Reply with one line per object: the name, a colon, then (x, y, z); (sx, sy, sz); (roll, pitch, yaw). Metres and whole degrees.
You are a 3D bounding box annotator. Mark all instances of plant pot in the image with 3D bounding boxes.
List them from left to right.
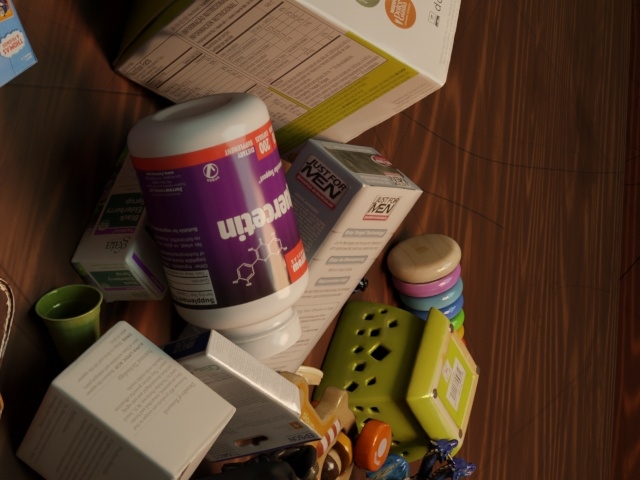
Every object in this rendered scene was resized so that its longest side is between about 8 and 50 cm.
plant pot: (-0.306, 0.109, 1.578); (0.083, 0.083, 0.079); (-50, 141, -50)
plant pot: (0.146, 0.252, 2.214); (0.227, 0.207, 0.228); (57, 40, -40)

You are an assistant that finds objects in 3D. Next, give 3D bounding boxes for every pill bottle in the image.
pill bottle: (-0.120, -0.015, 1.611); (0.181, 0.181, 0.323); (-41, 122, -54)

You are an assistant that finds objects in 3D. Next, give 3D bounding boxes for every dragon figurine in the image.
dragon figurine: (0.115, 0.416, 2.124); (0.085, 0.289, 0.144); (-114, -165, -46)

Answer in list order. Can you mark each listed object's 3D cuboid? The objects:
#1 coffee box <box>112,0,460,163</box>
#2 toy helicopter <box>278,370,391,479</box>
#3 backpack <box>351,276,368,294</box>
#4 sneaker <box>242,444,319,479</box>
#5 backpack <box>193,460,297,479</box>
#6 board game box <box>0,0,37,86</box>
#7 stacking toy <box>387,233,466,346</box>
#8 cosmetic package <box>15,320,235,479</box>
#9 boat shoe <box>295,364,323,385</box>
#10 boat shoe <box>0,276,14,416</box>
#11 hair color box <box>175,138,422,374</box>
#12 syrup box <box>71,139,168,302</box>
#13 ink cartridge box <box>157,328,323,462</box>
coffee box: (-0.034, -0.359, 1.739); (0.334, 0.338, 0.338); (26, 61, -26)
toy helicopter: (-0.024, 0.318, 1.941); (0.235, 0.140, 0.355); (-63, 152, -24)
backpack: (0.000, 0.000, 2.074); (0.173, 0.116, 0.158); (30, 62, -56)
sneaker: (-0.038, 0.377, 1.829); (0.228, 0.130, 0.087); (61, 5, -41)
backpack: (-0.116, 0.501, 1.612); (0.273, 0.290, 0.356); (-96, 170, -59)
board game box: (-0.421, -0.267, 1.449); (0.160, 0.039, 0.212); (-51, 129, -50)
stacking toy: (0.225, 0.156, 2.460); (0.141, 0.141, 0.330); (-55, 139, -48)
cosmetic package: (-0.234, 0.230, 1.525); (0.183, 0.151, 0.151); (37, 37, 5)
boat shoe: (-0.057, 0.223, 2.013); (0.170, 0.063, 0.059); (17, 79, -53)
boat shoe: (-0.390, 0.182, 1.365); (0.123, 0.123, 0.342); (54, 43, -43)
hair color box: (-0.034, 0.042, 1.803); (0.374, 0.113, 0.185); (-55, 156, 18)
syrup box: (-0.233, -0.038, 1.695); (0.096, 0.093, 0.237); (56, 42, -42)
ink cartridge box: (-0.141, 0.207, 1.651); (0.224, 0.223, 0.045); (41, 48, -33)
